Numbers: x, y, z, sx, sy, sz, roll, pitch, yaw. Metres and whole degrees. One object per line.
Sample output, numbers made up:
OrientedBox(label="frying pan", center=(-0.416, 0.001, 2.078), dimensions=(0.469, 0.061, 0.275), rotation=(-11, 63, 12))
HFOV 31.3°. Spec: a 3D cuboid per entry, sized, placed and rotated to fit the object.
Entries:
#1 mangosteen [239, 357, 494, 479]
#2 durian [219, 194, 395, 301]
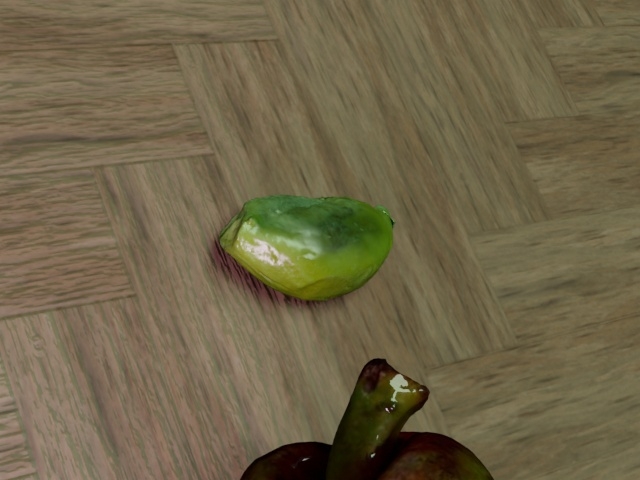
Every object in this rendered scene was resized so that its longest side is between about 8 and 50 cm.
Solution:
OrientedBox(label="mangosteen", center=(0.065, 0.339, 0.998), dimensions=(0.382, 0.435, 0.382), rotation=(-3, 26, 2))
OrientedBox(label="durian", center=(0.000, 0.000, 1.369), dimensions=(0.250, 0.101, 0.139), rotation=(-1, 62, -31))
